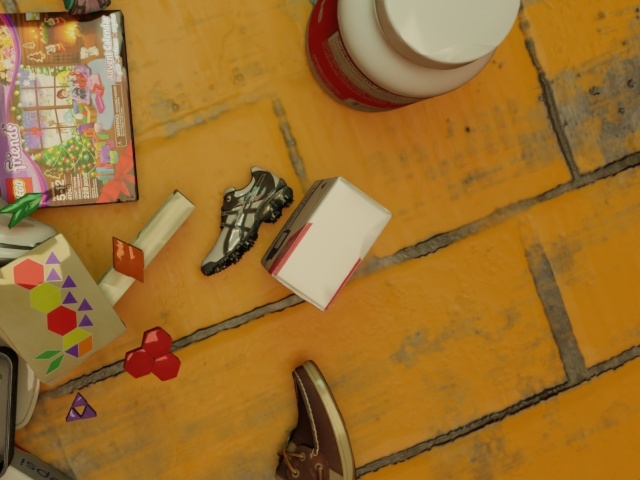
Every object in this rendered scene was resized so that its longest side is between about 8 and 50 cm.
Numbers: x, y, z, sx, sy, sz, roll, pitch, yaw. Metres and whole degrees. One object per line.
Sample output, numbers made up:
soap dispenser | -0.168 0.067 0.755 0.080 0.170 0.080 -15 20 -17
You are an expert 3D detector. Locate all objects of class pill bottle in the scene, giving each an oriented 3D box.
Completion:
pill bottle | 0.119 -0.309 1.179 0.229 0.408 0.229 -1 94 -11

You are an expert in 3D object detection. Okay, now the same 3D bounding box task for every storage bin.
storage bin | -0.499 0.243 1.177 0.122 0.084 0.180 2 89 -14

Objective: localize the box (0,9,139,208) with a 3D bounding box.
box | -0.391 -0.198 1.271 0.201 0.057 0.293 -5 95 -9

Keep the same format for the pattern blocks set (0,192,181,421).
pattern blocks set | -0.364 0.097 1.132 0.285 0.026 0.324 -25 109 -13

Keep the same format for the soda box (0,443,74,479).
soda box | -0.503 0.357 1.269 0.286 0.098 0.091 36 86 -10

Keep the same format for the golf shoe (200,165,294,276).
golf shoe | -0.134 -0.031 1.331 0.094 0.077 0.198 42 82 4

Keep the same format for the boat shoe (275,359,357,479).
boat shoe | -0.013 0.368 1.354 0.123 0.123 0.342 -14 103 -11

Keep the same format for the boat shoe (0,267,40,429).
boat shoe | -0.474 0.158 1.271 0.095 0.079 0.254 -9 93 -8

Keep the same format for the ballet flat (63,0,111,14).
ballet flat | -0.368 -0.436 1.244 0.079 0.077 0.221 -13 76 -39

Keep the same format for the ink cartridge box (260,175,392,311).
ink cartridge box | 0.000 0.000 1.268 0.100 0.237 0.172 35 87 -8

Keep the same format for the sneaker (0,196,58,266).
sneaker | -0.558 -0.126 1.167 0.448 0.169 0.257 18 90 1

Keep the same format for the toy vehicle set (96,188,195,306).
toy vehicle set | -0.288 0.036 1.252 0.035 0.166 0.267 40 86 -11
